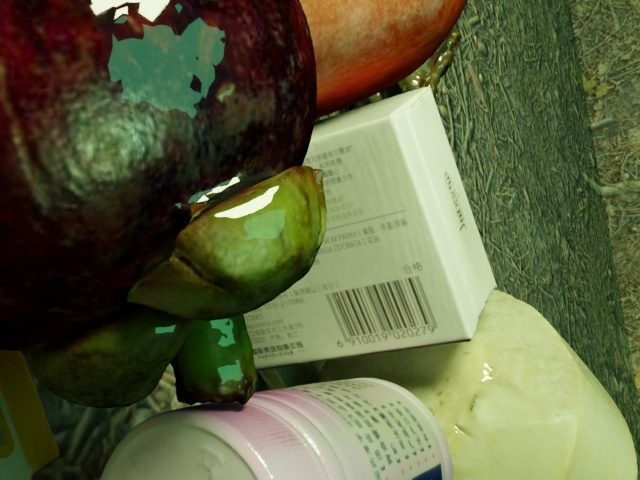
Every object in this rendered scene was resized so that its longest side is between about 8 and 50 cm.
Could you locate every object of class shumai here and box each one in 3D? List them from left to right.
[{"bbox_3d":[0.070,-0.251,1.025,0.185,0.184,0.218,24,66,-12],"label":"shumai"}]

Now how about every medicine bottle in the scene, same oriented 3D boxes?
[{"bbox_3d":[-0.018,0.180,0.547,0.254,0.152,0.152,9,72,-60],"label":"medicine bottle"}]

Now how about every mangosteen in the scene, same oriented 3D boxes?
[{"bbox_3d":[-0.142,-0.051,0.452,0.300,0.300,0.301,27,57,-52],"label":"mangosteen"}]

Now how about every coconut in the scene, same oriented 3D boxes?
[{"bbox_3d":[0.152,0.205,0.787,0.323,0.322,0.323,27,57,-52],"label":"coconut"}]

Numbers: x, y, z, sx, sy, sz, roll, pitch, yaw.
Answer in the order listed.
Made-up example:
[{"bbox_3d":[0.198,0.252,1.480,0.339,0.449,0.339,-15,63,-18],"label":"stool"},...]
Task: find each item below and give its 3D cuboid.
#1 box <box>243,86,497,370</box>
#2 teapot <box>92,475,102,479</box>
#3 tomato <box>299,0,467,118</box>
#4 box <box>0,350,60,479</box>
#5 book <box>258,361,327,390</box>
[{"bbox_3d":[0.000,0.000,0.688,0.111,0.260,0.195,-42,116,-54],"label":"box"},{"bbox_3d":[-0.135,0.234,0.550,0.226,0.092,0.145,-20,99,-60],"label":"teapot"},{"bbox_3d":[-0.027,-0.251,0.679,0.325,0.289,0.293,-33,102,-23],"label":"tomato"},{"bbox_3d":[-0.266,0.129,0.432,0.247,0.033,0.129,-29,104,-58],"label":"box"},{"bbox_3d":[0.035,0.181,0.904,0.290,0.026,0.201,62,35,-24],"label":"book"}]
